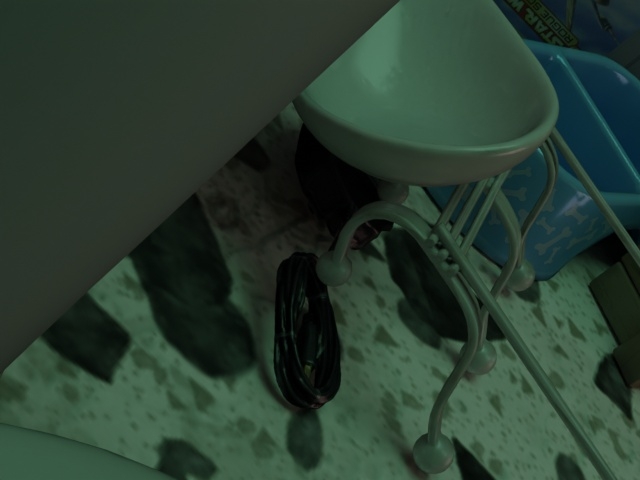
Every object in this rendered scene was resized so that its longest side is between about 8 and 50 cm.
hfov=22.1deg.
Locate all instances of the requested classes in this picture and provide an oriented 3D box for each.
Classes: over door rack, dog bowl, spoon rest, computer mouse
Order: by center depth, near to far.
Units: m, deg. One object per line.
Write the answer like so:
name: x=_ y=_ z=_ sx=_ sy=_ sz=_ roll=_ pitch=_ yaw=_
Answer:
computer mouse: x=0.000 y=0.000 z=0.878 sx=0.071 sy=0.041 sz=0.242 roll=57 pitch=29 yaw=-28
spoon rest: x=0.049 y=-0.107 z=0.879 sx=0.137 sy=0.084 sz=0.276 roll=5 pitch=26 yaw=-4
over door rack: x=0.148 y=0.072 z=0.913 sx=0.324 sy=0.108 sz=0.239 roll=44 pitch=31 yaw=-5
dog bowl: x=0.171 y=-0.062 z=1.139 sx=0.297 sy=0.074 sz=0.166 roll=0 pitch=56 yaw=-53

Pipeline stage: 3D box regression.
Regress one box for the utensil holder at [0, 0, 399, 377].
utensil holder: x=-0.129 y=-0.142 z=0.499 sx=0.327 sy=0.385 sz=0.327 roll=35 pitch=32 yaw=-26

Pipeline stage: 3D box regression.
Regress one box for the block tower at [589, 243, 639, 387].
block tower: x=0.328 y=0.064 z=1.193 sx=0.335 sy=0.091 sz=0.097 roll=13 pitch=45 yaw=-48

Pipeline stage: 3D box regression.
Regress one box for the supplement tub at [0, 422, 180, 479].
supplement tub: x=-0.089 y=0.224 z=0.280 sx=0.241 sy=0.241 sz=0.331 roll=27 pitch=36 yaw=-35

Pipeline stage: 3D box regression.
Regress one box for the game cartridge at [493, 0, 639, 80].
game cartridge: x=0.205 y=-0.224 z=1.243 sx=0.297 sy=0.198 sz=0.062 roll=44 pitch=29 yaw=-10
